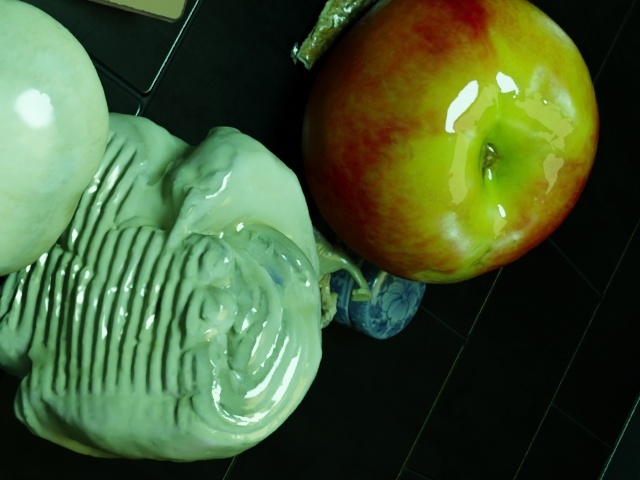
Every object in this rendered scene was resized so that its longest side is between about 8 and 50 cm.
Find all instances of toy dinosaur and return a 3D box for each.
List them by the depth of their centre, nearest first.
[{"bbox_3d":[0.003,-0.002,1.608,0.072,0.199,0.251,-34,151,31],"label":"toy dinosaur"}]

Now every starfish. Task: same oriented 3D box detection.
[{"bbox_3d":[0.109,-0.454,1.536,0.384,0.132,0.398,-43,143,-38],"label":"starfish"}]

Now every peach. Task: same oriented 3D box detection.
[{"bbox_3d":[0.148,-0.136,1.558,0.388,0.388,0.388,-31,133,-41],"label":"peach"}]

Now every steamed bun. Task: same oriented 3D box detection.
[{"bbox_3d":[-0.145,0.052,1.263,0.247,0.352,0.339,21,70,-59],"label":"steamed bun"}]

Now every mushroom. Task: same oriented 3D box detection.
[{"bbox_3d":[-0.307,-0.097,1.090,0.234,0.260,0.254,-81,168,-66],"label":"mushroom"}]

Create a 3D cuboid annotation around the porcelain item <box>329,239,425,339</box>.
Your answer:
[{"bbox_3d":[0.075,0.062,1.789,0.147,0.114,0.147,-31,132,-42],"label":"porcelain item"}]

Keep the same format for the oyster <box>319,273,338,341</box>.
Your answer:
[{"bbox_3d":[-0.087,0.054,1.587,0.354,0.107,0.201,37,47,-50],"label":"oyster"}]

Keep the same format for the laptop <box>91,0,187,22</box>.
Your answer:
[{"bbox_3d":[-0.181,-0.331,1.229,0.154,0.026,0.207,10,102,-31],"label":"laptop"}]
